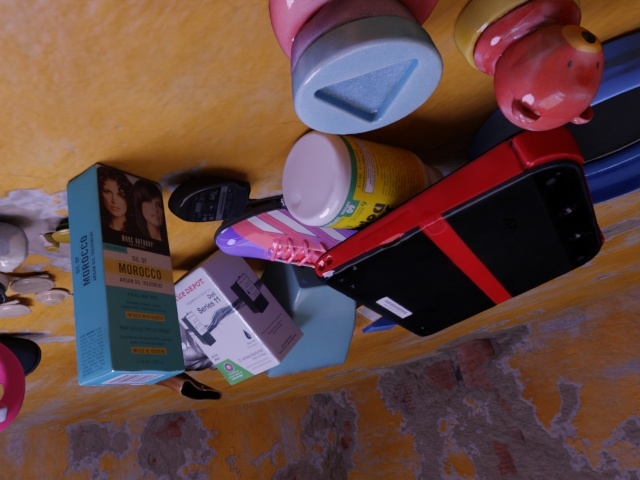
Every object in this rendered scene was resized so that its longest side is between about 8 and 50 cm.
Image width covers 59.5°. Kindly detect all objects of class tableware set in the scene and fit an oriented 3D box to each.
[{"bbox_3d":[-0.507,0.094,0.945,0.141,0.020,0.168,-12,158,-8],"label":"tableware set"},{"bbox_3d":[-0.311,-0.009,0.795,0.154,0.024,0.104,-8,162,-16],"label":"tableware set"}]

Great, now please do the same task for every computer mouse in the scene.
[{"bbox_3d":[-0.089,-0.067,0.766,0.242,0.041,0.071,-7,139,-30],"label":"computer mouse"}]

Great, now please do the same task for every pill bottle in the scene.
[{"bbox_3d":[0.066,-0.069,0.725,0.209,0.117,0.118,5,153,-40],"label":"pill bottle"}]

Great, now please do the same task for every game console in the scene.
[{"bbox_3d":[0.218,0.015,0.796,0.342,0.060,0.387,-29,148,19],"label":"game console"}]

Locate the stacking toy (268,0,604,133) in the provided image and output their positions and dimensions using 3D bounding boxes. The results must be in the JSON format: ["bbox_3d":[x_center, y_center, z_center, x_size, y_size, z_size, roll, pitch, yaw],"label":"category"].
[{"bbox_3d":[0.125,-0.184,0.445,0.309,0.130,0.279,-9,159,-12],"label":"stacking toy"}]

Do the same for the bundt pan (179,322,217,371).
[{"bbox_3d":[-0.225,0.218,1.293,0.331,0.124,0.330,-11,159,-4],"label":"bundt pan"}]

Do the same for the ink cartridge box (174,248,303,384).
[{"bbox_3d":[-0.156,0.129,0.967,0.153,0.208,0.087,-33,-172,41],"label":"ink cartridge box"}]

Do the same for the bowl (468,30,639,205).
[{"bbox_3d":[0.398,-0.147,0.781,0.392,0.077,0.391,-11,160,-4],"label":"bowl"}]

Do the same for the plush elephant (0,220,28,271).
[{"bbox_3d":[-0.515,0.092,0.597,0.272,0.255,0.330,-17,159,10],"label":"plush elephant"}]

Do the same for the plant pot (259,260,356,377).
[{"bbox_3d":[-0.027,0.120,1.074,0.166,0.165,0.234,-6,140,-21],"label":"plant pot"}]

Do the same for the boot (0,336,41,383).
[{"bbox_3d":[-0.669,0.213,1.048,0.247,0.094,0.207,2,159,-20],"label":"boot"}]

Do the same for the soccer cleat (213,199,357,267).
[{"bbox_3d":[0.000,0.000,0.865,0.319,0.116,0.108,-7,158,-16],"label":"soccer cleat"}]

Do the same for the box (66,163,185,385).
[{"bbox_3d":[-0.227,0.040,0.651,0.060,0.244,0.101,-25,156,28],"label":"box"}]

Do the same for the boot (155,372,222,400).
[{"bbox_3d":[-0.359,0.337,1.414,0.281,0.096,0.264,10,159,29],"label":"boot"}]

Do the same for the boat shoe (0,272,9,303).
[{"bbox_3d":[-0.588,0.120,0.850,0.255,0.079,0.095,-17,142,9],"label":"boat shoe"}]

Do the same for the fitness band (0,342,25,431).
[{"bbox_3d":[-0.525,0.200,0.703,0.291,0.209,0.054,-13,126,-57],"label":"fitness band"}]

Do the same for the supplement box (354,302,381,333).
[{"bbox_3d":[0.132,0.102,1.181,0.233,0.078,0.080,-37,132,23],"label":"supplement box"}]

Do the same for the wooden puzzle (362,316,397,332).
[{"bbox_3d":[0.123,0.187,1.453,0.323,0.080,0.348,-3,159,-31],"label":"wooden puzzle"}]
